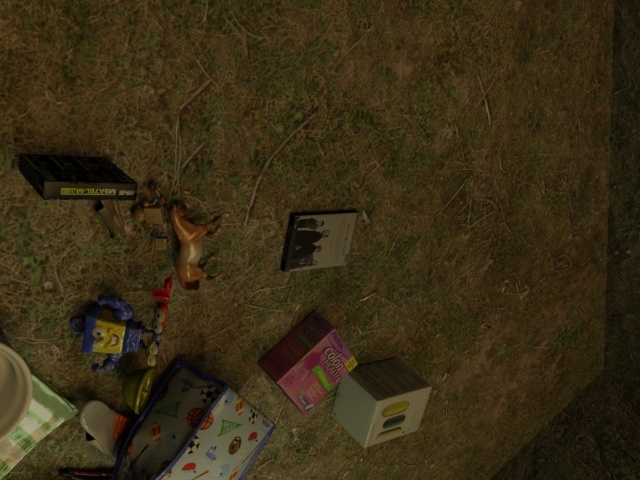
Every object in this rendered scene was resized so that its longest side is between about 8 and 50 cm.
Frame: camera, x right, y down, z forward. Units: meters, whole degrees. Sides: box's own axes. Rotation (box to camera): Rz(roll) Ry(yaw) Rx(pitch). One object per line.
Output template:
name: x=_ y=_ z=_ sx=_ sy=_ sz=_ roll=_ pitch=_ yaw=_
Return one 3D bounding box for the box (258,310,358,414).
box: x=-0.035 y=0.388 z=2.032 sx=0.243 sy=0.117 sz=0.213 roll=-42 pitch=133 yaw=-14

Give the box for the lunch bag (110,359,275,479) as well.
lunch bag: x=-0.359 y=0.577 z=1.758 sx=0.385 sy=0.239 sz=0.328 roll=-59 pitch=141 yaw=-20

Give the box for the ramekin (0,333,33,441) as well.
ramekin: x=-0.768 y=0.306 z=1.359 sx=0.277 sy=0.135 sz=0.277 roll=-13 pitch=114 yaw=-31

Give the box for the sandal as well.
sandal: x=-0.572 y=0.478 z=1.672 sx=0.265 sy=0.076 sz=0.102 roll=76 pitch=31 yaw=-49

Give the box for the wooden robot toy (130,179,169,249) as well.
wooden robot toy: x=-0.408 y=-0.061 z=1.534 sx=0.079 sy=0.076 sz=0.173 roll=-2 pitch=120 yaw=1

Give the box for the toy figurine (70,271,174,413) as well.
toy figurine: x=-0.504 y=0.236 z=1.591 sx=0.217 sy=0.191 sz=0.362 roll=13 pitch=116 yaw=-11

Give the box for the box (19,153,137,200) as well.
box: x=-0.497 y=-0.130 z=1.318 sx=0.184 sy=0.191 sz=0.045 roll=-5 pitch=115 yaw=-38

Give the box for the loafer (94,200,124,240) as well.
loafer: x=-0.485 y=-0.067 z=1.462 sx=0.050 sy=0.056 sz=0.148 roll=-18 pitch=114 yaw=-30

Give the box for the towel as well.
towel: x=-0.775 y=0.456 z=1.526 sx=0.325 sy=0.038 sz=0.248 roll=-42 pitch=132 yaw=-13

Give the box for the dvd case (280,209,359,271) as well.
dvd case: x=0.000 y=0.000 z=1.906 sx=0.239 sy=0.030 sz=0.179 roll=-5 pitch=116 yaw=-38

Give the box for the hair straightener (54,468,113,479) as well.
hair straightener: x=-0.614 y=0.666 z=1.735 sx=0.047 sy=0.089 sz=0.230 roll=-28 pitch=142 yaw=26

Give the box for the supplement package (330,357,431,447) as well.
supplement package: x=0.213 y=0.566 z=2.274 sx=0.263 sy=0.198 sz=0.199 roll=-3 pitch=116 yaw=-38

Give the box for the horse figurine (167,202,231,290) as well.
horse figurine: x=-0.314 y=0.026 z=1.629 sx=0.174 sy=0.066 sz=0.263 roll=-14 pitch=122 yaw=-51
